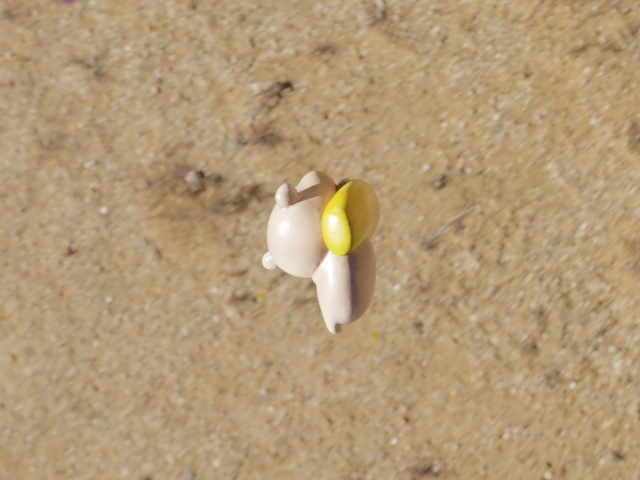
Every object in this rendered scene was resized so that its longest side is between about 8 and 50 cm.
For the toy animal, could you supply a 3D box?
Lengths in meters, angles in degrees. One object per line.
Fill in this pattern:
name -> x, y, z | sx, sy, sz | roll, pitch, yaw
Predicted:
toy animal -> 0.000, 0.000, 1.089 | 0.082, 0.091, 0.114 | 2, 125, 11
